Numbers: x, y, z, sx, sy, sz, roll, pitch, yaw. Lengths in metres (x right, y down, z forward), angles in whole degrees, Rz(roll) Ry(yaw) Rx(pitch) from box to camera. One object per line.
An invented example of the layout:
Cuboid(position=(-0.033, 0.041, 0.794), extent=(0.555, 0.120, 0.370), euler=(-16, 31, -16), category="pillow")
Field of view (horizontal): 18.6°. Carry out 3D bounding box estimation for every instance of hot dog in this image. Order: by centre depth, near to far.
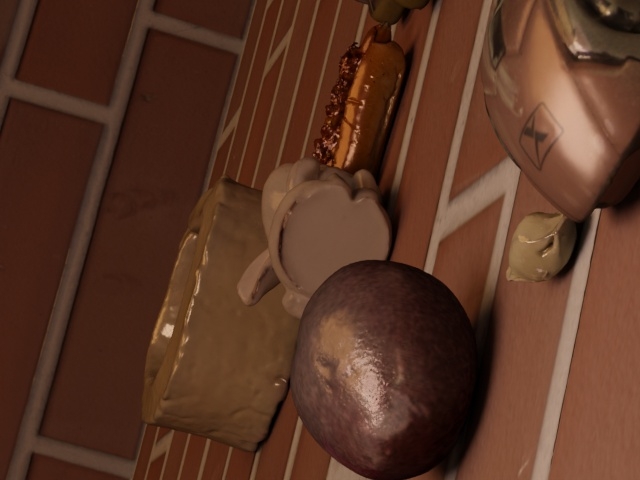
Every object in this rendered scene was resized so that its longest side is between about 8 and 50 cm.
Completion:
Cuboid(position=(0.036, -0.122, 2.147), extent=(0.102, 0.076, 0.249), euler=(-139, 65, -83), category="hot dog")

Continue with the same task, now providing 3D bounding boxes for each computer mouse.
Cuboid(position=(0.176, -0.178, 1.333), extent=(0.199, 0.115, 0.389), euler=(121, 162, -47), category="computer mouse")

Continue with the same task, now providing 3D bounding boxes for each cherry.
Cuboid(position=(0.053, 0.100, 1.502), extent=(0.176, 0.140, 0.176), euler=(1, 91, 62), category="cherry")

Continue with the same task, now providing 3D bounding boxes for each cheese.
Cuboid(position=(-0.112, 0.084, 2.416), extent=(0.292, 0.153, 0.332), euler=(-127, 55, -78), category="cheese")

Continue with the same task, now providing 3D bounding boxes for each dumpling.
Cuboid(position=(0.158, -0.002, 1.358), extent=(0.077, 0.043, 0.059), euler=(93, -159, -50), category="dumpling")

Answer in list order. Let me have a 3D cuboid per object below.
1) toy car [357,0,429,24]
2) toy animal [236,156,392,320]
Cuboid(position=(0.032, -0.383, 2.140), extent=(0.336, 0.242, 0.226), euler=(173, 116, -81), category="toy car")
Cuboid(position=(-0.003, 0.005, 2.009), extent=(0.193, 0.127, 0.178), euler=(178, 106, -77), category="toy animal")
